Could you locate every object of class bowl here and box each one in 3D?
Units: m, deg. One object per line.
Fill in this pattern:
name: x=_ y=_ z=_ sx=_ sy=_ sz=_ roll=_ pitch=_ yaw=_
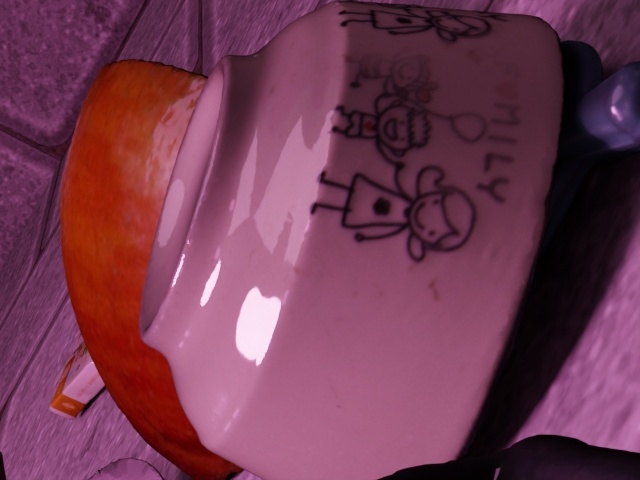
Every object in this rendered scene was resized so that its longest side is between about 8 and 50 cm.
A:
bowl: x=0.000 y=0.000 z=0.752 sx=0.238 sy=0.126 sz=0.237 roll=-164 pitch=90 yaw=-78

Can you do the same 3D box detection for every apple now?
apple: x=-0.063 y=0.006 z=1.054 sx=0.179 sy=0.254 sz=0.346 roll=-23 pitch=5 yaw=-14

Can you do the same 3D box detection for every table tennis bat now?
table tennis bat: x=0.097 y=-0.036 z=0.734 sx=0.201 sy=0.033 sz=0.124 roll=148 pitch=143 yaw=-72

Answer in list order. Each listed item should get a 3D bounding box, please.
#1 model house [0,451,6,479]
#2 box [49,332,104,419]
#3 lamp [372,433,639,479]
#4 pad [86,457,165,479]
model house: x=-0.204 y=0.240 z=1.050 sx=0.243 sy=0.204 sz=0.211 roll=-27 pitch=-51 yaw=-38
box: x=-0.181 y=0.047 z=1.614 sx=0.122 sy=0.032 sz=0.220 roll=-44 pitch=23 yaw=53
lamp: x=-0.052 y=0.205 z=0.418 sx=0.205 sy=0.374 sz=0.272 roll=179 pitch=86 yaw=-68
pad: x=-0.135 y=0.233 z=0.813 sx=0.267 sy=0.004 sz=0.181 roll=-39 pitch=59 yaw=28
